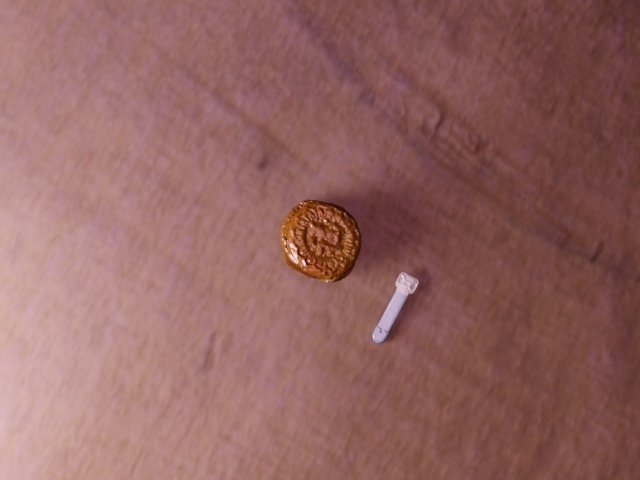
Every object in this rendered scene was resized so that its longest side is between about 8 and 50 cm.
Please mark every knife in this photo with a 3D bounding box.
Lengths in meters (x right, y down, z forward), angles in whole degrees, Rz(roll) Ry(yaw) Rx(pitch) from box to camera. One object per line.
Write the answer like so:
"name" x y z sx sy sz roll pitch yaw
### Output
"knife" 0.091 0.085 1.898 0.027 0.010 0.096 29 80 -5

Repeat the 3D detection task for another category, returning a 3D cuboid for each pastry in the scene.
"pastry" 0.000 0.000 1.871 0.097 0.057 0.109 -16 86 -13
